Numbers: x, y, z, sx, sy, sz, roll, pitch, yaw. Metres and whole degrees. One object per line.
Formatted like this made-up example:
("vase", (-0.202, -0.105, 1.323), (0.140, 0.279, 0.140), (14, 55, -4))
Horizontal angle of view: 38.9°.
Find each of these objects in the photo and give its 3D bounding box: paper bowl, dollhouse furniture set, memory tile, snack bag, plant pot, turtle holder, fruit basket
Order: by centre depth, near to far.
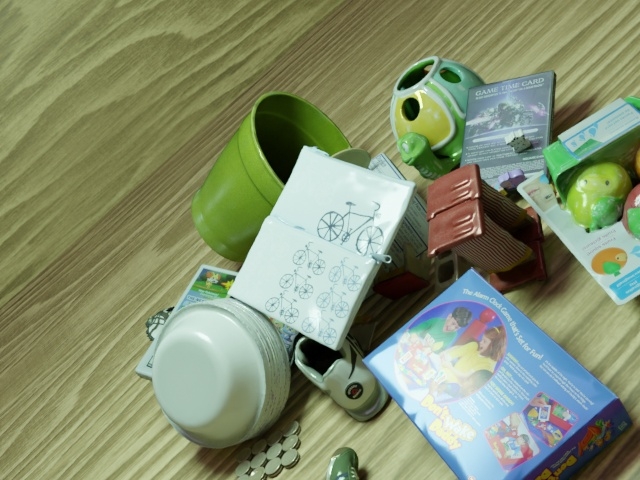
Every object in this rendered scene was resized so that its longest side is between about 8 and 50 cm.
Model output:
("fruit basket", (0.529, -0.089, 1.474), (0.327, 0.165, 0.353), (-31, 32, 5))
("dollhouse furniture set", (0.206, 0.027, 1.668), (0.374, 0.201, 0.152), (-27, 48, 40))
("memory tile", (-0.099, 0.404, 1.690), (0.148, 0.012, 0.113), (-31, 26, 16))
("snack bag", (0.000, 0.000, 1.693), (0.323, 0.037, 0.343), (24, 84, 44))
("paper bowl", (-0.210, 0.258, 1.747), (0.284, 0.284, 0.148), (-24, -10, 31))
("turtle holder", (0.258, -0.274, 2.093), (0.320, 0.227, 0.243), (-47, 26, -17))
("plant pot", (-0.136, -0.127, 2.306), (0.353, 0.366, 0.367), (-36, 22, 35))

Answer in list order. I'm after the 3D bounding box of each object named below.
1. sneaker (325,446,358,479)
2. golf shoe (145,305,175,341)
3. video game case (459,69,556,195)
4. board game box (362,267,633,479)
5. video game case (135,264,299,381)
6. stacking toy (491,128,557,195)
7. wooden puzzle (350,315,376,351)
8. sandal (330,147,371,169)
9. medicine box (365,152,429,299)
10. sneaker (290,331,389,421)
("sneaker", (0.048, 0.409, 1.426), (0.086, 0.064, 0.192), (-13, 35, 31))
("golf shoe", (-0.398, 0.224, 2.343), (0.094, 0.077, 0.198), (-39, 25, 0))
("video game case", (0.390, -0.218, 1.897), (0.196, 0.026, 0.274), (-7, 61, 34))
("board game box", (0.246, 0.220, 1.336), (0.233, 0.078, 0.347), (-40, 40, -2))
("video game case", (-0.194, 0.205, 1.950), (0.328, 0.036, 0.300), (12, 57, 30))
("stacking toy", (0.346, -0.104, 1.813), (0.221, 0.052, 0.167), (-30, 51, 21))
("wooden puzzle", (0.080, 0.196, 1.792), (0.078, 0.014, 0.116), (-17, 39, 46))
("sandal", (0.000, -0.133, 2.021), (0.240, 0.088, 0.079), (-43, 30, 4))
("medicine box", (0.093, -0.020, 1.983), (0.289, 0.149, 0.263), (-36, 24, 6))
("sneaker", (0.006, 0.208, 1.709), (0.122, 0.146, 0.330), (-50, 25, -5))
